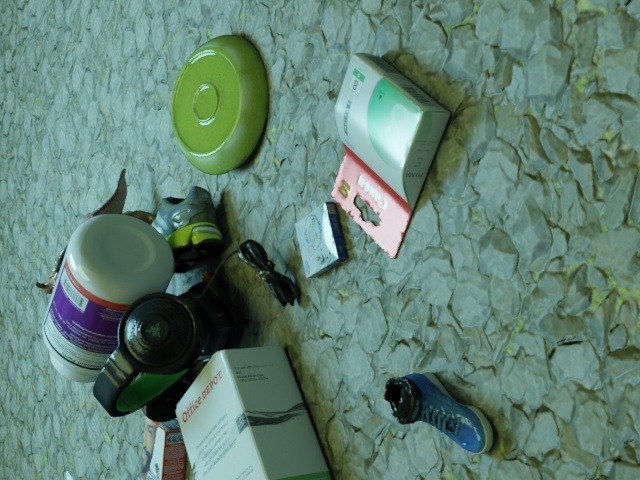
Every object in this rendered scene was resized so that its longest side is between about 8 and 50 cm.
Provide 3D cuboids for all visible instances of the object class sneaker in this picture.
[{"bbox_3d":[-0.272,-0.013,1.775,0.300,0.111,0.121,-18,68,47],"label":"sneaker"},{"bbox_3d":[0.137,0.214,1.185,0.152,0.084,0.058,43,124,46],"label":"sneaker"}]

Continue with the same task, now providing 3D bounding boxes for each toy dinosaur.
[{"bbox_3d":[-0.448,0.007,1.930,0.127,0.200,0.296,44,125,46],"label":"toy dinosaur"}]

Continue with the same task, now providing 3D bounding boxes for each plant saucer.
[{"bbox_3d":[-0.184,-0.233,1.643,0.240,0.037,0.241,-4,85,43],"label":"plant saucer"}]

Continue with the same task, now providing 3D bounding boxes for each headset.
[{"bbox_3d":[-0.205,0.162,1.584,0.185,0.243,0.394,45,111,15],"label":"headset"}]

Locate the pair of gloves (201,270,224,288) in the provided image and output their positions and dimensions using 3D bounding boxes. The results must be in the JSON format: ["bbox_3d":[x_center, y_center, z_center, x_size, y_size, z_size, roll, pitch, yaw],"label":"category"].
[{"bbox_3d":[-0.195,0.098,1.730,0.074,0.010,0.083,26,114,51],"label":"pair of gloves"}]

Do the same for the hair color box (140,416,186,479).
[{"bbox_3d":[-0.302,0.428,1.854,0.093,0.053,0.167,18,104,55],"label":"hair color box"}]

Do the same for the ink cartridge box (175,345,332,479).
[{"bbox_3d":[-0.104,0.337,1.503,0.211,0.121,0.289,-51,50,43],"label":"ink cartridge box"}]

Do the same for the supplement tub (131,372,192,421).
[{"bbox_3d":[-0.322,0.246,1.834,0.198,0.106,0.106,47,127,45],"label":"supplement tub"}]

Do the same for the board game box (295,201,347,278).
[{"bbox_3d":[0.000,0.000,1.438,0.090,0.020,0.090,-33,64,50],"label":"board game box"}]

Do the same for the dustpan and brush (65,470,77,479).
[{"bbox_3d":[-0.515,0.601,2.157,0.211,0.060,0.147,58,135,37],"label":"dustpan and brush"}]

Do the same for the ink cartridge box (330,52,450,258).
[{"bbox_3d":[0.072,-0.115,1.306,0.181,0.056,0.225,48,126,44],"label":"ink cartridge box"}]

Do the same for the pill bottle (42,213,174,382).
[{"bbox_3d":[-0.384,0.114,1.702,0.323,0.181,0.182,-58,46,43],"label":"pill bottle"}]
